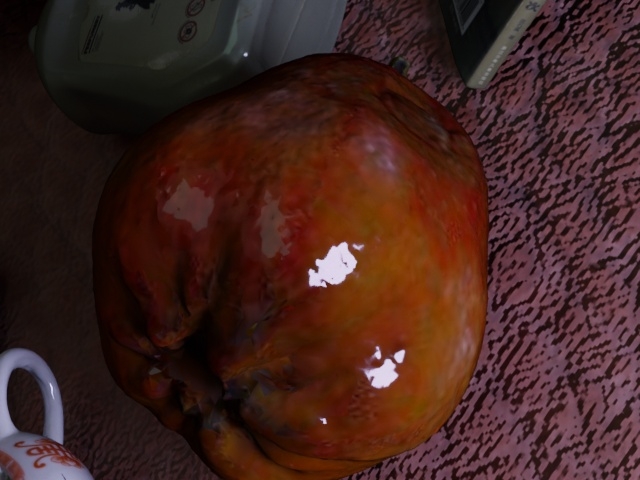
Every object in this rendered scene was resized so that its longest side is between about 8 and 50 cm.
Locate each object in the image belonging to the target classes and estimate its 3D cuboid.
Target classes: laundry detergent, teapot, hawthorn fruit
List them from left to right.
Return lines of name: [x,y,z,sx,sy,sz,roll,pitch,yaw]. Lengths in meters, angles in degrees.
teapot: [-0.194,0.183,1.121,0.159,0.116,0.245,-28,50,41]
laundry detergent: [-0.106,-0.149,1.272,0.253,0.091,0.181,0,62,41]
hawthorn fruit: [0.000,0.000,1.014,0.224,0.224,0.261,-5,37,39]

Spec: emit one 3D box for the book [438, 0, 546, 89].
book: [0.127,-0.220,1.091,0.228,0.024,0.160,-55,33,43]
